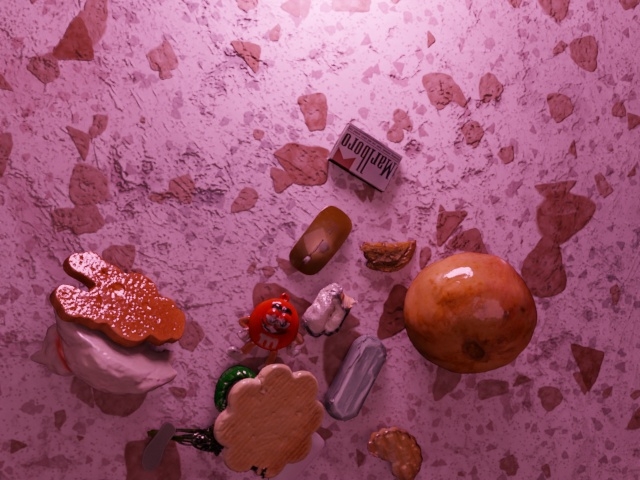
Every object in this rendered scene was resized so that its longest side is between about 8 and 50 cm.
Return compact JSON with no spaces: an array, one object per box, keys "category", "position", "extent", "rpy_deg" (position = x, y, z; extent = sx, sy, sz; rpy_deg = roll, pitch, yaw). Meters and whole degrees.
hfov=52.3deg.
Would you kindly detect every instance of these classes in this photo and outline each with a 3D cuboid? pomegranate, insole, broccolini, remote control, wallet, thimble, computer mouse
[{"category":"pomegranate","position":[0.388,0.177,1.702],"extent":[0.339,0.338,0.337],"rpy_deg":[-1,93,-12]},{"category":"insole","position":[-0.415,0.528,1.668],"extent":[0.053,0.002,0.152],"rpy_deg":[35,101,2]},{"category":"broccolini","position":[-0.346,0.509,1.692],"extent":[0.202,0.058,0.073],"rpy_deg":[5,50,5]},{"category":"remote control","position":[0.097,0.374,1.768],"extent":[0.104,0.052,0.247],"rpy_deg":[28,84,-13]},{"category":"wallet","position":[-0.077,0.586,1.751],"extent":[0.095,0.033,0.190],"rpy_deg":[42,83,-9]},{"category":"thimble","position":[-0.215,0.392,1.681],"extent":[0.130,0.090,0.118],"rpy_deg":[-38,102,-8]},{"category":"computer mouse","position":[0.001,0.000,1.731],"extent":[0.102,0.045,0.199],"rpy_deg":[40,84,-9]}]

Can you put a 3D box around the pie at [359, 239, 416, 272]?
[{"category":"pie","position":[0.184,0.041,1.779],"extent":[0.170,0.034,0.091],"rpy_deg":[2,91,-18]}]

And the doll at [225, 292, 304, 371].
[{"category":"doll","position":[-0.126,0.243,1.698],"extent":[0.183,0.085,0.217],"rpy_deg":[32,95,-12]}]

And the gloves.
[{"category":"gloves","position":[0.017,0.192,1.727],"extent":[0.153,0.070,0.114],"rpy_deg":[-52,129,-12]}]

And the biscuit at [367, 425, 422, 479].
[{"category":"biscuit","position":[0.212,0.579,1.798],"extent":[0.118,0.061,0.183],"rpy_deg":[-45,103,-8]}]

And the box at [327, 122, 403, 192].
[{"category":"box","position":[0.121,-0.221,1.749],"extent":[0.178,0.036,0.115],"rpy_deg":[31,86,-12]}]

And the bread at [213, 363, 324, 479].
[{"category":"bread","position":[-0.129,0.456,1.652],"extent":[0.316,0.054,0.315],"rpy_deg":[-8,106,-29]}]

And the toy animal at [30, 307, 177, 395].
[{"category":"toy animal","position":[-0.526,0.290,1.587],"extent":[0.188,0.266,0.308],"rpy_deg":[-50,144,8]}]

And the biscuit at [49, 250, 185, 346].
[{"category":"biscuit","position":[-0.478,0.156,1.571],"extent":[0.334,0.047,0.201],"rpy_deg":[29,42,-30]}]
